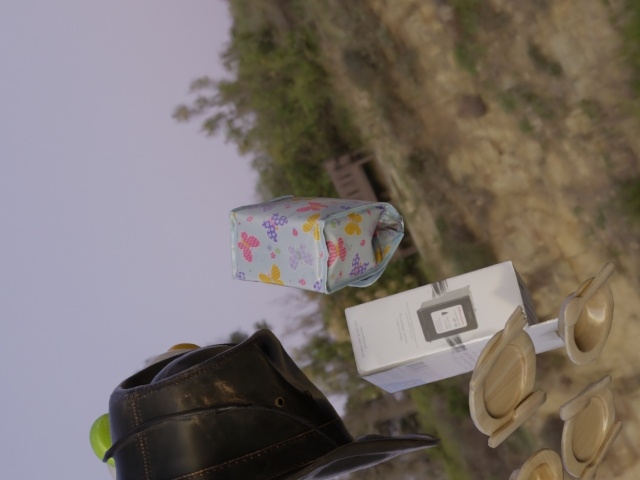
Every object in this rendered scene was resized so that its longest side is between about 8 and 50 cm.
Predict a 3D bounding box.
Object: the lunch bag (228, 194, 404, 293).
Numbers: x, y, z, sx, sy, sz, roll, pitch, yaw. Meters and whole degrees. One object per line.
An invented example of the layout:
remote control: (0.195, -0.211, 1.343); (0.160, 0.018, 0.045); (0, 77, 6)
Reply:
lunch bag: (0.000, 0.000, 0.670); (0.083, 0.071, 0.053); (-22, -67, -52)

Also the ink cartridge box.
ink cartridge box: (0.123, 0.070, 0.969); (0.104, 0.180, 0.060); (41, -146, -66)

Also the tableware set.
tableware set: (0.144, 0.102, 0.709); (0.141, 0.020, 0.168); (-37, -56, -37)

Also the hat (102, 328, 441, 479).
hat: (-0.076, 0.144, 0.928); (0.331, 0.331, 0.134); (25, -133, -75)

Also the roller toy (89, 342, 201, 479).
roller toy: (-0.163, 0.239, 1.470); (0.191, 0.146, 0.209); (40, -146, 6)
